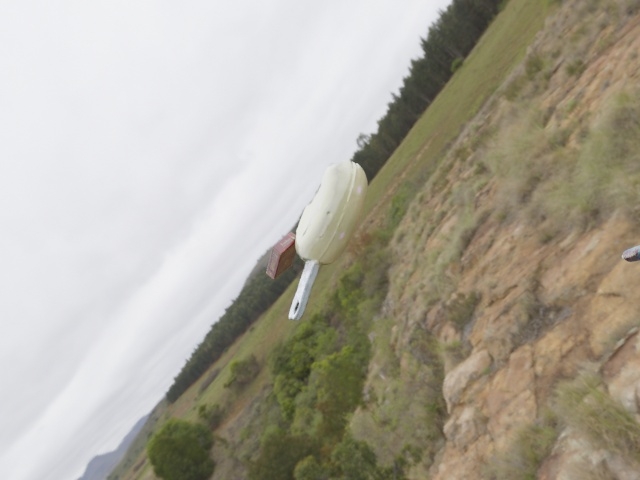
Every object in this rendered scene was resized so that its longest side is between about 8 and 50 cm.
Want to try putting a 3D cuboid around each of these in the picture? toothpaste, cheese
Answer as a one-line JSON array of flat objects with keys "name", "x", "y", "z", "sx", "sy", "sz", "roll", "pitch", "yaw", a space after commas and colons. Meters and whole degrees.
[{"name": "toothpaste", "x": 0.418, "y": 0.015, "z": 0.642, "sx": 0.019, "sy": 0.027, "sz": 0.083, "roll": -41, "pitch": -9, "yaw": -5}, {"name": "cheese", "x": 0.006, "y": -0.002, "z": 0.784, "sx": 0.163, "sy": 0.071, "sz": 0.248, "roll": -48, "pitch": 24, "yaw": 53}]

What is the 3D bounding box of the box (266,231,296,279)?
[{"name": "box", "x": -0.068, "y": 0.028, "z": 0.889, "sx": 0.051, "sy": 0.023, "sz": 0.082, "roll": -39, "pitch": -20, "yaw": -36}]
